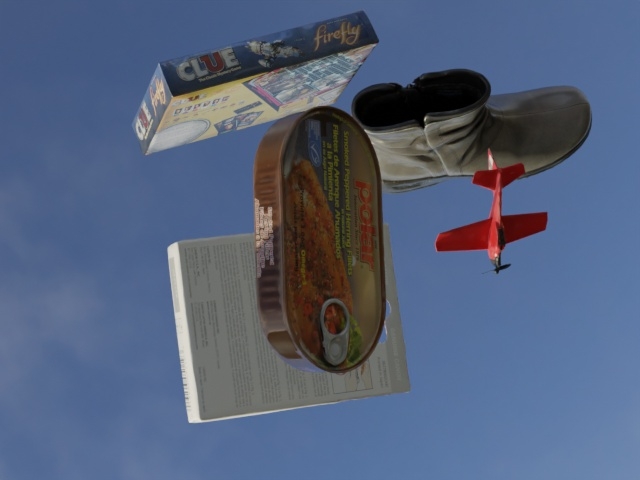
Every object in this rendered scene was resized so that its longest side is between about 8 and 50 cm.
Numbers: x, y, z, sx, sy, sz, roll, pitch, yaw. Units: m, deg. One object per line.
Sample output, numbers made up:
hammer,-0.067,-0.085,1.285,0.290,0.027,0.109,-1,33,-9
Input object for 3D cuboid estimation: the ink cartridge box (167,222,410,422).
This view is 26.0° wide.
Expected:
ink cartridge box,-0.032,0.080,1.399,0.225,0.056,0.181,-6,-95,-19

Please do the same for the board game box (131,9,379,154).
board game box,-0.073,-0.171,1.514,0.243,0.042,0.165,-18,-12,-23

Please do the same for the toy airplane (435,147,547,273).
toy airplane,0.205,-0.031,1.600,0.151,0.028,0.151,-7,-71,-22

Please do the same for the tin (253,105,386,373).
tin,0.000,0.000,0.987,0.106,0.040,0.189,4,-98,-43

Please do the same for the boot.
boot,0.211,-0.158,1.820,0.338,0.118,0.222,-17,-19,-4
